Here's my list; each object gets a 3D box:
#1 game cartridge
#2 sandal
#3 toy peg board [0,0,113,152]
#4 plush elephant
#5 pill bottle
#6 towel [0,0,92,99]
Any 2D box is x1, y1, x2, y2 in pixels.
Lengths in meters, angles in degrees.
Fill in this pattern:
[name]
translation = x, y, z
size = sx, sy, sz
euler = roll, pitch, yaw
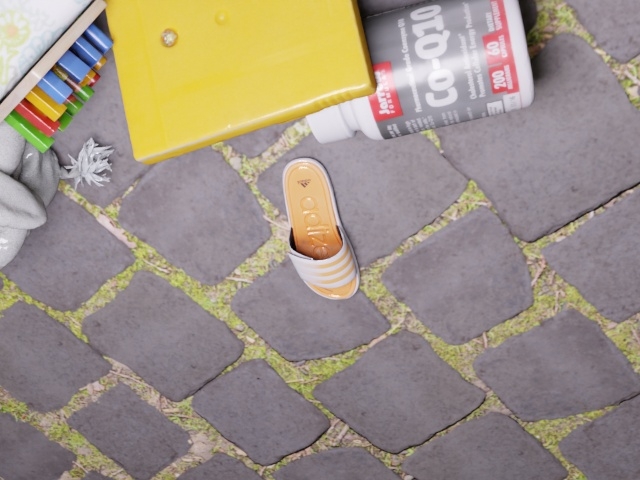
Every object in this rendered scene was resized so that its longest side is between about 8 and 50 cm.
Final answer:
[game cartridge]
translation = -0.113, -0.273, 0.974
size = 0.323, 0.052, 0.286
euler = -14, 83, 16
[sandal]
translation = -0.011, 0.001, 1.216
size = 0.101, 0.076, 0.265
euler = -9, 122, 14
[toy peg board]
translation = -0.326, -0.201, 0.987
size = 0.079, 0.161, 0.160
euler = 42, 138, -23
[plush elephant]
translation = -0.484, -0.109, 1.084
size = 0.329, 0.272, 0.255
euler = -18, 162, 2
[pill bottle]
translation = 0.120, -0.220, 1.000
size = 0.283, 0.161, 0.161
euler = -12, 121, 14
[towel]
translation = -0.467, -0.370, 0.928
size = 0.374, 0.090, 0.320
euler = 41, 87, -10
